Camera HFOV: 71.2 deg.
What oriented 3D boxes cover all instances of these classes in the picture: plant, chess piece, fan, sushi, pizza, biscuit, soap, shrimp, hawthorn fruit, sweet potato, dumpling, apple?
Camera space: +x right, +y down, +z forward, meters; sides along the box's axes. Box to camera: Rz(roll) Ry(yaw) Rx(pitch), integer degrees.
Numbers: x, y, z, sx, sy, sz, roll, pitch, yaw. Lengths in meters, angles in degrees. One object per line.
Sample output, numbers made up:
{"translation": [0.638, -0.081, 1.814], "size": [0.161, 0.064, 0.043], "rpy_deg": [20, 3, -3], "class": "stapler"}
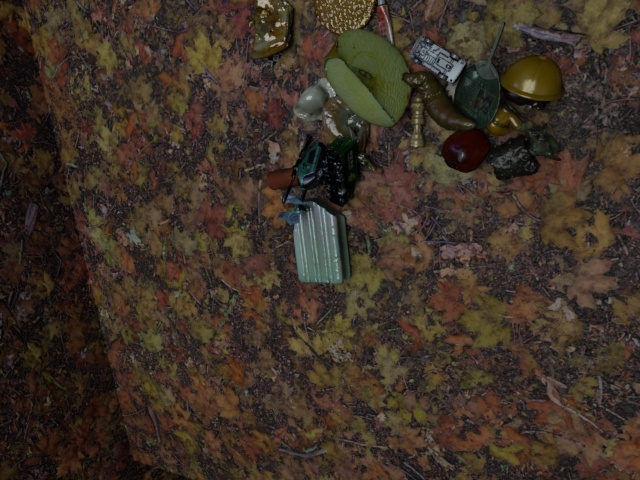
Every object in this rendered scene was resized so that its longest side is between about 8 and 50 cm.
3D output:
{"translation": [0.639, -0.272, 1.408], "size": [0.203, 0.131, 0.142], "rpy_deg": [-13, 99, 32], "class": "plant"}
{"translation": [0.344, -0.415, 1.576], "size": [0.060, 0.060, 0.172], "rpy_deg": [7, 105, 27], "class": "chess piece"}
{"translation": [0.507, -0.474, 1.379], "size": [0.294, 0.012, 0.223], "rpy_deg": [125, 139, -61], "class": "fan"}
{"translation": [-0.202, -0.778, 1.785], "size": [0.126, 0.026, 0.120], "rpy_deg": [49, 120, 8], "class": "sushi"}
{"translation": [-0.198, -0.860, 1.721], "size": [0.189, 0.071, 0.296], "rpy_deg": [2, 91, 26], "class": "pizza"}
{"translation": [0.088, -0.868, 1.598], "size": [0.254, 0.035, 0.254], "rpy_deg": [8, 108, 25], "class": "biscuit"}
{"translation": [0.000, 0.000, 1.840], "size": [0.208, 0.115, 0.346], "rpy_deg": [-1, 103, 28], "class": "soap"}
{"translation": [0.130, -0.403, 1.681], "size": [0.168, 0.077, 0.317], "rpy_deg": [-36, 97, 11], "class": "shrimp"}
{"translation": [0.492, -0.308, 1.488], "size": [0.172, 0.148, 0.148], "rpy_deg": [-42, 81, 1], "class": "hawthorn fruit"}
{"translation": [0.394, -0.460, 1.495], "size": [0.098, 0.124, 0.310], "rpy_deg": [-41, 77, 11], "class": "sweet potato"}
{"translation": [-0.015, -0.530, 1.715], "size": [0.188, 0.108, 0.127], "rpy_deg": [-38, 110, 17], "class": "dumpling"}
{"translation": [0.170, -0.556, 1.557], "size": [0.346, 0.179, 0.254], "rpy_deg": [46, 123, -6], "class": "apple"}

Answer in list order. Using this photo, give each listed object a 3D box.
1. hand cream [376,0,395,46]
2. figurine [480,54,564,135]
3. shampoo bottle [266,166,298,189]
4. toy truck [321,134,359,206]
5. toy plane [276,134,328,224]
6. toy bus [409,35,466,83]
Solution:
{"translation": [0.225, -0.737, 1.565], "size": [0.052, 0.038, 0.216], "rpy_deg": [9, 114, 55], "class": "hand cream"}
{"translation": [0.604, -0.436, 1.359], "size": [0.257, 0.167, 0.192], "rpy_deg": [-51, 52, 31], "class": "figurine"}
{"translation": [-0.104, -0.265, 1.845], "size": [0.244, 0.085, 0.085], "rpy_deg": [-7, 100, 26], "class": "shampoo bottle"}
{"translation": [0.075, -0.252, 1.682], "size": [0.088, 0.121, 0.259], "rpy_deg": [28, 150, 26], "class": "toy truck"}
{"translation": [-0.050, -0.238, 1.727], "size": [0.155, 0.106, 0.381], "rpy_deg": [13, 81, 21], "class": "toy plane"}
{"translation": [0.389, -0.595, 1.478], "size": [0.178, 0.098, 0.087], "rpy_deg": [37, 119, 11], "class": "toy bus"}
